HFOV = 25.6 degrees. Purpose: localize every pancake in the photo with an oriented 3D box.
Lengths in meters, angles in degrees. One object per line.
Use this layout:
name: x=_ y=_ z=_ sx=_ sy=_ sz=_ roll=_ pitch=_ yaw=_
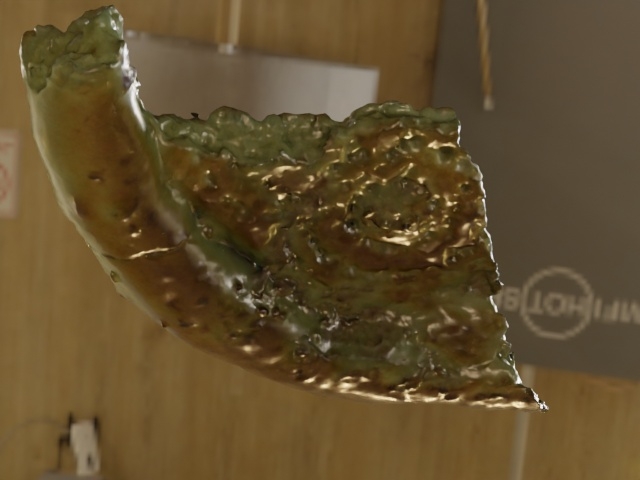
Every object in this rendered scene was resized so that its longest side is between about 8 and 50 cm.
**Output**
pancake: x=0.000 y=0.004 z=0.728 sx=0.376 sy=0.197 sz=0.054 roll=29 pitch=-150 yaw=-33
